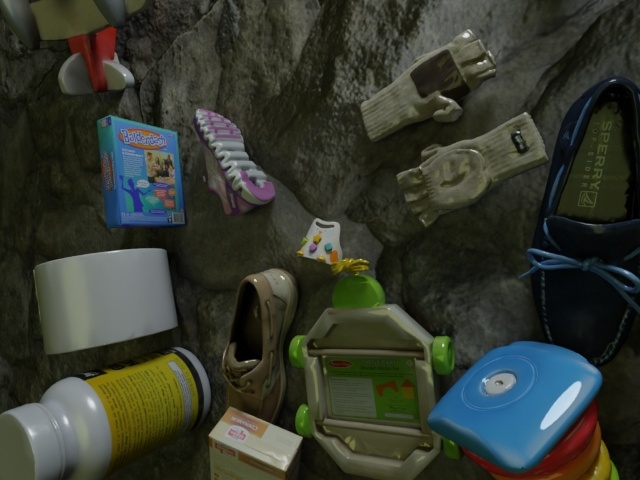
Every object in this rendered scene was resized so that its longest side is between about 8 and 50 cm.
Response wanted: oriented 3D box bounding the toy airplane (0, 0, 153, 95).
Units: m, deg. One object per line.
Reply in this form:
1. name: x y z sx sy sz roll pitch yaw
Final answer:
1. toy airplane: -0.532 -0.499 0.873 0.386 0.273 0.384 -43 72 24

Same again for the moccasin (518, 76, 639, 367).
1. moccasin: 0.308 -0.016 0.492 0.138 0.117 0.341 0 91 30

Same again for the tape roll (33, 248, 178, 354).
1. tape roll: -0.428 0.120 0.848 0.247 0.246 0.168 -13 85 30

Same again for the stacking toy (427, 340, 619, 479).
1. stacking toy: 0.293 0.289 0.502 0.301 0.166 0.175 56 161 -5

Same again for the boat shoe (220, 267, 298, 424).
1. boat shoe: -0.132 0.217 0.755 0.122 0.110 0.340 13 99 29

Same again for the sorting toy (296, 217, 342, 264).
1. sorting toy: 0.000 0.000 0.721 0.084 0.045 0.075 12 78 29

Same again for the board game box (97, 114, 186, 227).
1. board game box: -0.360 -0.131 0.849 0.047 0.160 0.209 -7 87 30

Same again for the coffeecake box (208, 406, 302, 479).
1. coffeecake box: -0.114 0.400 0.726 0.143 0.068 0.185 16 121 16

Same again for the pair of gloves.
1. pair of gloves: 0.180 -0.161 0.604 0.204 0.042 0.239 -33 71 30

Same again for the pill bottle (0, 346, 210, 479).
1. pill bottle: -0.387 0.327 0.776 0.188 0.334 0.187 1 92 30

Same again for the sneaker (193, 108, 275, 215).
1. sneaker: -0.187 -0.143 0.793 0.105 0.095 0.236 -40 73 33

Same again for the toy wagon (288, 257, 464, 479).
1. toy wagon: 0.077 0.197 0.661 0.268 0.068 0.343 -7 87 30

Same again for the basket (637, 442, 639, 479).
1. basket: 0.432 0.215 0.369 0.214 0.223 0.298 4 93 30
